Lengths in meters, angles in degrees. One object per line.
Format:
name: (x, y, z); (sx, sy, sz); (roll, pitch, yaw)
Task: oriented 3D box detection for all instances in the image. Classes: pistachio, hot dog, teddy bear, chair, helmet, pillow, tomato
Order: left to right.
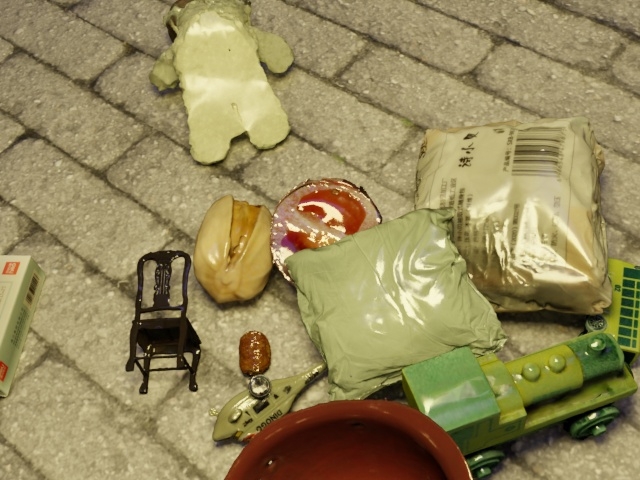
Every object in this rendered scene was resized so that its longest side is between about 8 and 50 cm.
chair: (-0.272, 0.143, 1.324); (0.106, 0.113, 0.229); (-3, 57, 4)
teddy bear: (-0.224, -0.391, 1.689); (0.327, 0.375, 0.362); (-17, 14, -4)
pistachio: (-0.157, 0.010, 1.387); (0.157, 0.157, 0.229); (1, 49, 7)
hot dog: (-0.117, 0.201, 1.315); (0.058, 0.035, 0.083); (-6, 55, 2)
tomato: (0.000, 0.000, 1.376); (0.199, 0.112, 0.228); (27, 71, -1)
helmet: (0.058, 0.412, 1.021); (0.385, 0.230, 0.337); (-31, 49, 9)
pillow: (0.118, 0.106, 1.204); (0.310, 0.138, 0.283); (-20, 68, 8)

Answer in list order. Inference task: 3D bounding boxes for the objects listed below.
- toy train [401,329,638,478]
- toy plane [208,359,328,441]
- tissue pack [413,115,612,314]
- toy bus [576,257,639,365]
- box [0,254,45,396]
toy train: (0.308, 0.231, 1.122); (0.369, 0.237, 0.150); (-18, 54, -6)
toy plane: (-0.056, 0.253, 1.247); (0.286, 0.092, 0.108); (-35, 81, -15)
tissue pack: (0.321, -0.047, 1.322); (0.390, 0.195, 0.375); (3, 59, 25)
toy bus: (0.498, 0.120, 1.265); (0.101, 0.088, 0.175); (11, 60, 13)
box: (-0.620, 0.156, 1.380); (0.135, 0.079, 0.269); (-1, 56, 8)
